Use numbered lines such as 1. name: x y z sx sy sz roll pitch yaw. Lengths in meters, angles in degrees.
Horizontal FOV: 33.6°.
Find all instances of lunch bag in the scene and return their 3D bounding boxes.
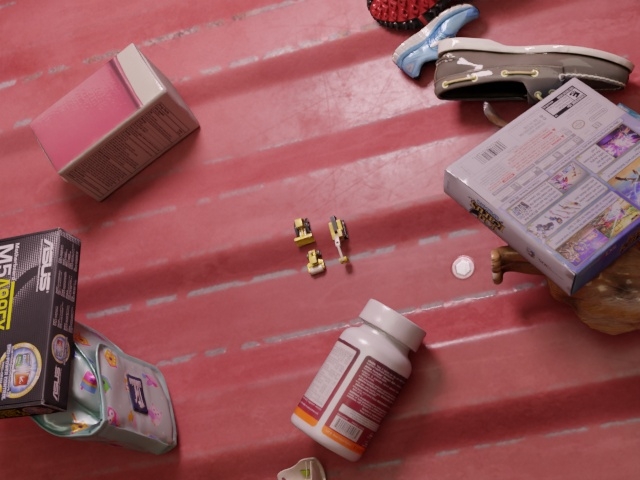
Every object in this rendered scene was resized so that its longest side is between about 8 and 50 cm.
1. lunch bag: -0.358 0.232 1.653 0.262 0.223 0.160 34 86 29

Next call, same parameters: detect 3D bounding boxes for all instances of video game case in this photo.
1. video game case: 0.353 -0.083 1.482 0.269 0.061 0.244 -35 58 -20

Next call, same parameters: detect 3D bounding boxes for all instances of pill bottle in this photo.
1. pill bottle: 0.060 0.207 1.583 0.121 0.121 0.221 30 84 24

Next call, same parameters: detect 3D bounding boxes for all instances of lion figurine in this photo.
1. lion figurine: 0.364 -0.047 1.557 0.240 0.142 0.392 -6 67 9

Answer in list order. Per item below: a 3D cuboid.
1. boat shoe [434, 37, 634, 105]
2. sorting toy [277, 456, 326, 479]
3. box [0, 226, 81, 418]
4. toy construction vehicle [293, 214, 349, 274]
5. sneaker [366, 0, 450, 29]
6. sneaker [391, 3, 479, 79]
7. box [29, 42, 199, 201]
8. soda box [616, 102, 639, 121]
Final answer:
1. boat shoe: 0.327 -0.252 1.647 0.305 0.109 0.091 7 81 17
2. sorting toy: -0.031 0.375 1.606 0.075 0.045 0.083 -11 71 22
3. box: -0.470 0.129 1.579 0.216 0.060 0.270 -9 67 23
4. toy construction vehicle: 0.000 0.000 1.714 0.086 0.035 0.098 -16 69 13
5. sneaker: 0.200 -0.440 1.765 0.262 0.125 0.104 -24 109 28
6. sneaker: 0.199 -0.325 1.748 0.162 0.063 0.073 -38 85 7
7. box: -0.354 -0.201 1.830 0.232 0.148 0.127 -37 65 3
8. soda box: 0.503 -0.126 1.574 0.183 0.063 0.058 37 87 24
